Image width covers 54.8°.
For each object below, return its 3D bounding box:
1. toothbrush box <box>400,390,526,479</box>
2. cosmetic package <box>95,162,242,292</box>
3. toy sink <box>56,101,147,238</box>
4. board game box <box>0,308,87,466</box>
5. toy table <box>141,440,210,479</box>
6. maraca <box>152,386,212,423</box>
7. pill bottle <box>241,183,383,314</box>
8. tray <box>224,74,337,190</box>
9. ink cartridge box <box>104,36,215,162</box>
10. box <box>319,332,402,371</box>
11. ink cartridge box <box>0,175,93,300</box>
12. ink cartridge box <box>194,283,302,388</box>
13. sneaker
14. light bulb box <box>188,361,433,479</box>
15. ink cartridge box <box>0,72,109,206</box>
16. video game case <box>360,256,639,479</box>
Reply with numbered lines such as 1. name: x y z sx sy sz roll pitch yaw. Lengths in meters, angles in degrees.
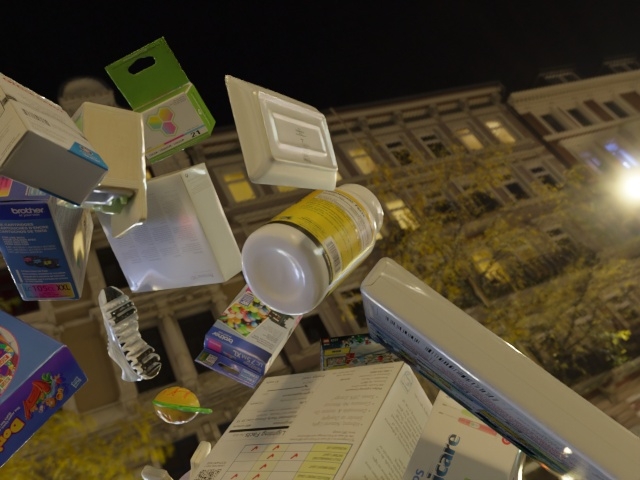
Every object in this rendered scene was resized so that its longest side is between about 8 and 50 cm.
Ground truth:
1. toothbrush box: 0.191 0.360 0.829 0.206 0.122 0.283 -54 -35 -36
2. cosmetic package: -0.398 -0.020 1.588 0.377 0.284 0.097 -8 16 37
3. toy sink: -0.447 -0.135 1.250 0.131 0.234 0.153 5 -17 -39
4. board game box: -0.520 0.182 0.814 0.233 0.347 0.078 -49 -35 -35
5. toy table: -0.357 0.699 1.676 0.252 0.274 0.161 1 -53 7
6. maraca: -0.384 0.459 1.707 0.186 0.099 0.127 -2 -13 38
7. pill bottle: 0.000 0.000 1.286 0.334 0.188 0.188 -38 -17 -52
8. tray: -0.039 -0.148 0.886 0.030 0.145 0.270 -15 -4 24
9. ink cartridge box: -0.420 -0.356 1.587 0.189 0.097 0.255 -22 -60 13
10. box: 0.116 0.311 1.593 0.233 0.044 0.159 -5 -53 -7
11. ink cartridge box: -0.659 -0.084 1.456 0.151 0.270 0.395 -1 -44 -9
12. ink cartridge box: -0.188 0.249 1.700 0.311 0.186 0.065 -55 -15 -48
13. sneaker: -0.577 0.276 1.781 0.118 0.292 0.110 -24 0 29
14. light bulb box: -0.013 0.419 1.053 0.358 0.225 0.361 -17 22 40
15. ink cartridge box: -0.422 -0.151 0.915 0.082 0.191 0.139 -51 -36 6
16. video game case: 0.178 0.152 0.537 0.036 0.329 0.300 -52 -13 -8
